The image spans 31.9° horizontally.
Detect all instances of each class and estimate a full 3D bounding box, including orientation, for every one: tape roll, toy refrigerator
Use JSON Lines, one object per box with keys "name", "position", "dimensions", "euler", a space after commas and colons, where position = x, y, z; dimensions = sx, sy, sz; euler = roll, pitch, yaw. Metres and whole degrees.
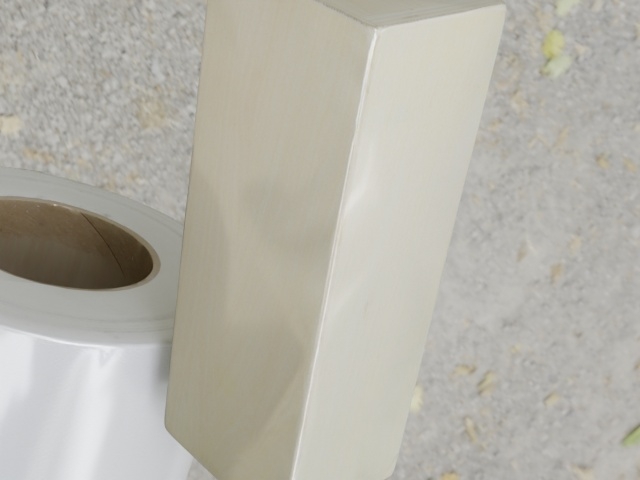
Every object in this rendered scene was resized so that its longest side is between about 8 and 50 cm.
{"name": "tape roll", "position": [-0.187, 0.074, 0.706], "dimensions": [0.246, 0.246, 0.169], "euler": [7, 113, -30]}
{"name": "toy refrigerator", "position": [0.000, 0.000, 0.545], "dimensions": [0.094, 0.102, 0.269], "euler": [-20, 131, -39]}
